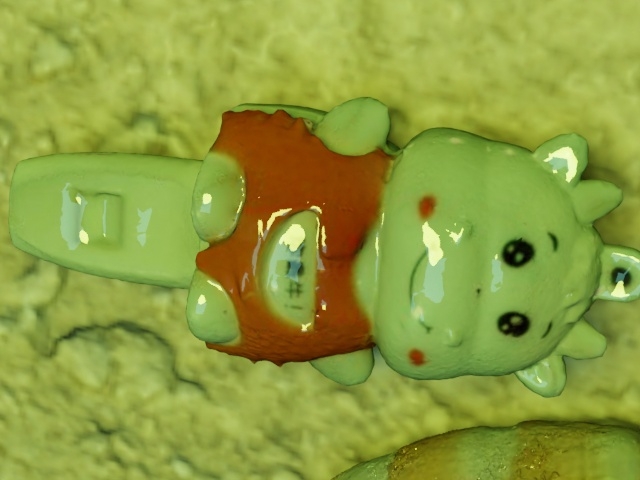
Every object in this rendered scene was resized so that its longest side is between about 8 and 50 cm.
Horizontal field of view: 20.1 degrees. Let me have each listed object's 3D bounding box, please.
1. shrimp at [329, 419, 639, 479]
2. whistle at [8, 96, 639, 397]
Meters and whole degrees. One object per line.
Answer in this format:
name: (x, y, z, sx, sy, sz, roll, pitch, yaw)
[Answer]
shrimp: (0.064, 0.178, 0.773, 0.185, 0.068, 0.287, 24, 119, 6)
whistle: (0.001, -0.002, 0.694, 0.253, 0.106, 0.102, 8, 75, 12)
